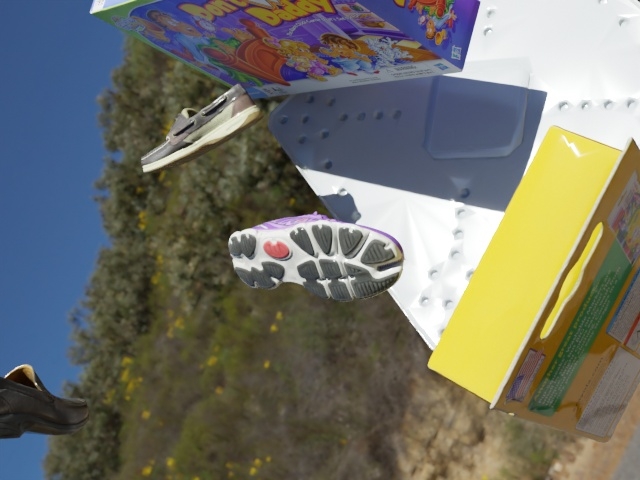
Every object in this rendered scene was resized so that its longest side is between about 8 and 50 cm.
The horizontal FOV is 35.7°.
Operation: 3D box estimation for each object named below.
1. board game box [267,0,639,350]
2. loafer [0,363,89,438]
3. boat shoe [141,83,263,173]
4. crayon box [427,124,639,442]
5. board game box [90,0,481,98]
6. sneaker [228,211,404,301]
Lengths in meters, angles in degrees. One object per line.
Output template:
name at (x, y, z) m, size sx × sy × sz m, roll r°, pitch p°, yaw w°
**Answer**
board game box at (0.178, -0.133, 1.089) m, size 0.390 × 0.390 × 0.050 m, roll -41°, pitch -34°, yaw 9°
loafer at (-0.255, 0.139, 0.867) m, size 0.170 × 0.062 × 0.061 m, roll 26°, pitch -115°, yaw -72°
boat shoe at (-0.130, -0.116, 1.044) m, size 0.152 × 0.049 × 0.056 m, roll -24°, pitch 2°, yaw 23°
crayon box at (0.203, 0.043, 0.790) m, size 0.323 × 0.083 × 0.203 m, roll 27°, pitch -89°, yaw -58°
board game box at (-0.047, -0.238, 1.017) m, size 0.347 × 0.233 × 0.078 m, roll 3°, pitch 74°, yaw 50°
sneaker at (0.000, 0.000, 0.790) m, size 0.071 × 0.170 × 0.068 m, roll -38°, pitch -59°, yaw -38°
